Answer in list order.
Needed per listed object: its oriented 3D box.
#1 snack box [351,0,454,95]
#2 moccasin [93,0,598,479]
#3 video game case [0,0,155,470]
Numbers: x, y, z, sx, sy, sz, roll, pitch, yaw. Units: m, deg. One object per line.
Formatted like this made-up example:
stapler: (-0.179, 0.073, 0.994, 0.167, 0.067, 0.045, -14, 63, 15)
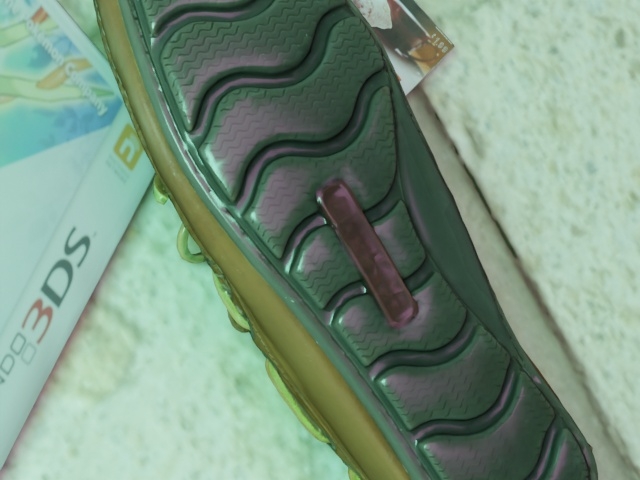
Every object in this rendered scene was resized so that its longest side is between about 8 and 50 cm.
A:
snack box: (-0.005, -0.154, 1.019, 0.178, 0.022, 0.064, 47, 63, -5)
moccasin: (0.002, -0.002, 0.914, 0.139, 0.147, 0.380, -40, 99, -22)
video game case: (-0.217, -0.025, 0.774, 0.329, 0.036, 0.300, 51, 54, -43)
